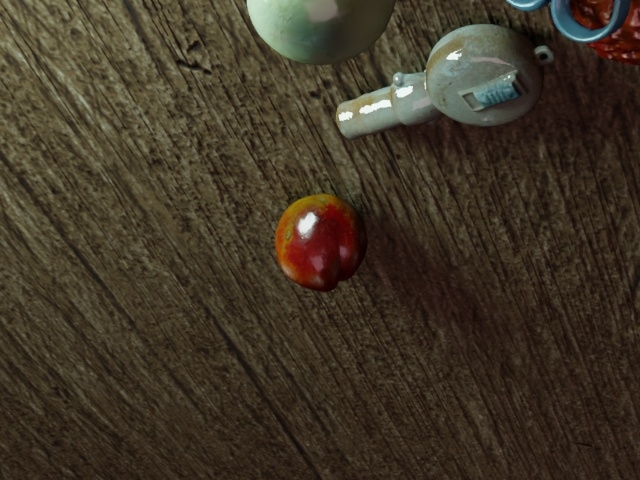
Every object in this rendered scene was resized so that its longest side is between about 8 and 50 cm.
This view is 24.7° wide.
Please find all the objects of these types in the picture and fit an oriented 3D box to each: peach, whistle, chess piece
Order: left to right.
[{"bbox_3d":[-0.001,0.000,1.509,0.101,0.100,0.100,5,143,4],"label":"peach"},{"bbox_3d":[0.008,-0.233,1.070,0.144,0.251,0.144,5,143,4],"label":"chess piece"},{"bbox_3d":[0.113,-0.137,1.339,0.220,0.057,0.107,-14,138,30],"label":"whistle"}]

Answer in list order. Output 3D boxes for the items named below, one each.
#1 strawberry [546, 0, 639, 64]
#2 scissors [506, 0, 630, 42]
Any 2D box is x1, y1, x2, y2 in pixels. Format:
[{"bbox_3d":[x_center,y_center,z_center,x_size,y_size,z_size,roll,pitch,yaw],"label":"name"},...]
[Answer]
[{"bbox_3d":[0.287,-0.191,1.193,0.236,0.106,0.175,1,141,8],"label":"strawberry"},{"bbox_3d":[0.206,-0.277,1.100,0.125,0.030,0.256,37,132,28],"label":"scissors"}]
